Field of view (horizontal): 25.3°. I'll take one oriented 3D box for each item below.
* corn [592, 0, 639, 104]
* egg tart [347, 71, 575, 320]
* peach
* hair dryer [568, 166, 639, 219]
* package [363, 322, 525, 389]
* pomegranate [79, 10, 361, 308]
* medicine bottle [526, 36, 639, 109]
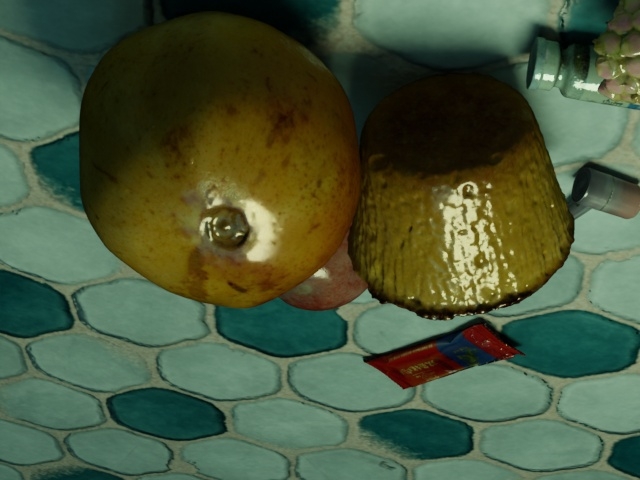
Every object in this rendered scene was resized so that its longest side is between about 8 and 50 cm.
[{"bbox_3d":[0.390,-0.150,1.130,0.335,0.126,0.126,-2,147,18],"label":"corn"},{"bbox_3d":[0.119,-0.044,1.298,0.215,0.215,0.170,-1,134,15],"label":"egg tart"},{"bbox_3d":[0.000,0.000,1.449,0.152,0.152,0.152,6,148,4],"label":"peach"},{"bbox_3d":[0.267,-0.033,1.429,0.063,0.037,0.114,18,154,-17],"label":"hair dryer"},{"bbox_3d":[0.149,0.144,1.745,0.083,0.022,0.200,33,142,-33],"label":"package"},{"bbox_3d":[-0.093,-0.075,1.248,0.264,0.264,0.264,6,148,4],"label":"pomegranate"},{"bbox_3d":[0.277,-0.138,1.238,0.191,0.051,0.051,9,148,-3],"label":"medicine bottle"}]
